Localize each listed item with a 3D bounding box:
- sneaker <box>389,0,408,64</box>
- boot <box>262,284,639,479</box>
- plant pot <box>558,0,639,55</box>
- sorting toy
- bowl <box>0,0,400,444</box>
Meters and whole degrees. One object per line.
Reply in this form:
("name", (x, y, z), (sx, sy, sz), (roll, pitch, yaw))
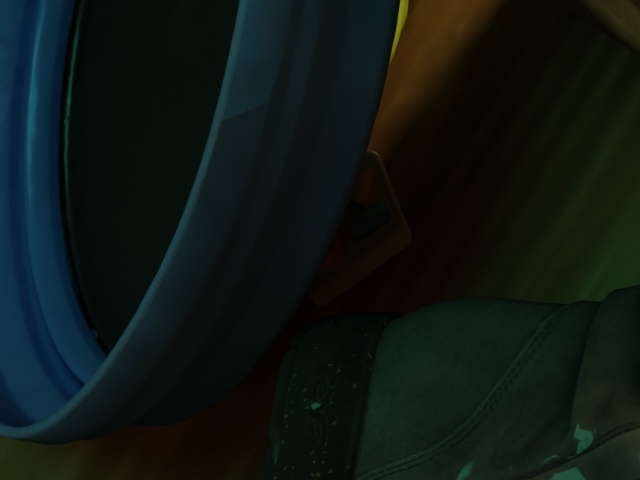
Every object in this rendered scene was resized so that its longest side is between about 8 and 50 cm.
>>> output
("sneaker", (0.000, -0.170, 0.848), (0.109, 0.123, 0.295), (26, 87, 48))
("boot", (0.082, 0.150, 0.576), (0.223, 0.118, 0.338), (-11, 60, 29))
("plant pot", (0.151, -0.232, 0.668), (0.323, 0.323, 0.280), (-50, 25, 2))
("sorting toy", (0.000, 0.000, 0.818), (0.083, 0.012, 0.062), (-36, 45, 16))
("bowl", (-0.083, -0.103, 0.796), (0.391, 0.077, 0.391), (-25, 61, 57))
